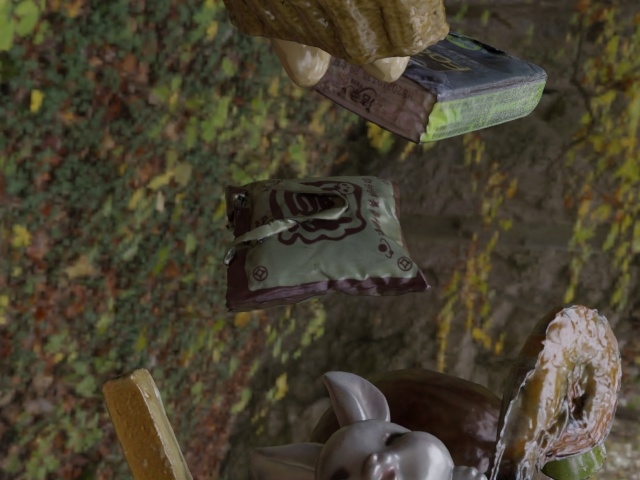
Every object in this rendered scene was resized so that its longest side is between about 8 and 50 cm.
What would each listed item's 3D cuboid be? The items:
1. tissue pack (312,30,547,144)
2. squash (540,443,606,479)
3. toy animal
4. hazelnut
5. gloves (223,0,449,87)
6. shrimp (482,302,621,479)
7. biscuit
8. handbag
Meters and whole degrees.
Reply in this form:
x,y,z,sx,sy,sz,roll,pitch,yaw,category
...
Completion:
x,y,z,sx,sy,sz,roll,pitch,yaw,category
0.120,-0.181,1.071,0.235,0.173,0.073,-17,131,-47,tissue pack
0.345,0.262,1.366,0.105,0.105,0.132,-89,161,-53,squash
0.061,0.281,0.965,0.325,0.208,0.154,37,-10,49,toy animal
0.184,0.389,1.609,0.353,0.420,0.421,-78,178,-53,hazelnut
-0.019,-0.231,0.396,0.203,0.155,0.357,-63,150,-54,gloves
0.286,0.221,1.177,0.317,0.164,0.062,-57,-166,-24,shrimp
-0.176,0.228,1.031,0.056,0.052,0.188,-35,104,-77,biscuit
0.000,0.000,1.167,0.213,0.234,0.127,-98,-177,-46,handbag
